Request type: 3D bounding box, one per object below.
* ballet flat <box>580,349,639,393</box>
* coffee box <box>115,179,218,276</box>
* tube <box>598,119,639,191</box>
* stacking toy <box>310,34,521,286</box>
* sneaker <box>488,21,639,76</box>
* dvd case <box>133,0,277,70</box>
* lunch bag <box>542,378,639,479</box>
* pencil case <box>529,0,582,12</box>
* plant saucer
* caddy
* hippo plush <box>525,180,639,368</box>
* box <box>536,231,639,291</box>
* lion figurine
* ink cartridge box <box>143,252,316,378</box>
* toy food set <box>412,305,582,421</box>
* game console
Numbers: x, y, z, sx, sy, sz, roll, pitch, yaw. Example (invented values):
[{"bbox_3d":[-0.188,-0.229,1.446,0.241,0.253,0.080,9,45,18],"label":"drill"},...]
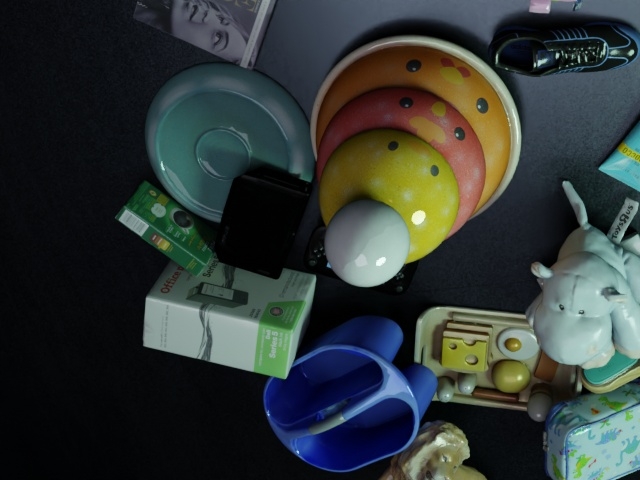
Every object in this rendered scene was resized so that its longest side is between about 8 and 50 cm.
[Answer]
[{"bbox_3d":[0.565,0.199,1.852,0.232,0.080,0.073,-27,145,6],"label":"ballet flat"},{"bbox_3d":[-0.274,-0.023,1.919,0.184,0.113,0.040,35,120,-9],"label":"coffee box"},{"bbox_3d":[0.531,-0.172,1.672,0.080,0.052,0.207,32,129,6],"label":"tube"},{"bbox_3d":[0.114,-0.074,1.574,0.350,0.480,0.351,6,121,10],"label":"stacking toy"},{"bbox_3d":[0.374,-0.286,1.615,0.232,0.090,0.081,1,119,14],"label":"sneaker"},{"bbox_3d":[-0.188,-0.397,1.736,0.221,0.018,0.165,24,122,0],"label":"dvd case"},{"bbox_3d":[0.509,0.357,1.901,0.218,0.090,0.176,-18,121,-17],"label":"lunch bag"},{"bbox_3d":[0.338,-0.476,1.499,0.124,0.124,0.284,9,120,9],"label":"pencil case"},{"bbox_3d":[-0.166,-0.157,1.856,0.317,0.044,0.318,6,121,10],"label":"plant saucer"},{"bbox_3d":[0.048,0.293,1.942,0.341,0.179,0.241,-32,99,39],"label":"caddy"},{"bbox_3d":[0.448,0.087,1.663,0.234,0.236,0.294,17,104,14],"label":"hippo plush"},{"bbox_3d":[0.487,0.089,1.798,0.186,0.038,0.145,-27,90,18],"label":"box"},{"bbox_3d":[0.237,0.473,2.040,0.240,0.142,0.392,-42,144,9],"label":"lion figurine"},{"bbox_3d":[-0.165,0.127,1.925,0.272,0.198,0.115,12,121,7],"label":"ink cartridge box"},{"bbox_3d":[0.324,0.244,1.933,0.306,0.092,0.220,5,121,10],"label":"toy food set"},{"bbox_3d":[0.000,0.000,1.874,0.361,0.044,0.213,16,130,-5],"label":"game console"}]
